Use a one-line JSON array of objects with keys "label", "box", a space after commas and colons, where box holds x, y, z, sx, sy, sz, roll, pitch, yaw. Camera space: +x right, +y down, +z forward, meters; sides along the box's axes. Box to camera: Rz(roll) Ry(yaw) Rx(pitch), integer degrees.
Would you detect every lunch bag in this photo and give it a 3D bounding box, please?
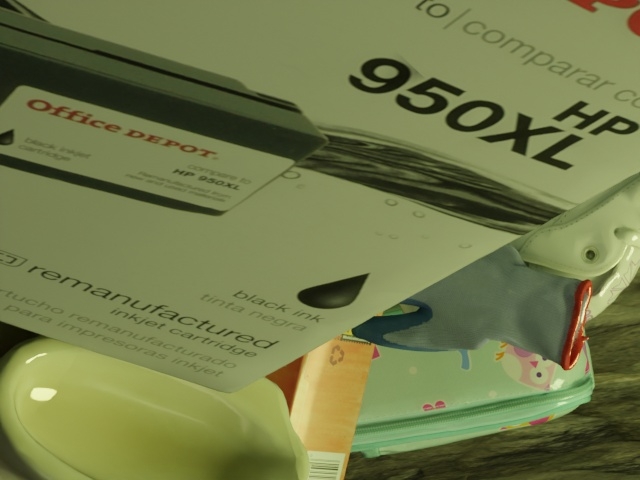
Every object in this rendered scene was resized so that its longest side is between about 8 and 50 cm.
[{"label": "lunch bag", "box": [0.077, 0.082, 1.239, 0.224, 0.108, 0.279, -13, -179, 5]}]

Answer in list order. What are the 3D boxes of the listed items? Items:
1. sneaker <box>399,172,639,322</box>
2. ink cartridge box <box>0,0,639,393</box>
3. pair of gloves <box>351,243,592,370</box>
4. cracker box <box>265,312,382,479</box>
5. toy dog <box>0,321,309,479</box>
[{"label": "sneaker", "box": [0.171, -0.032, 0.931, 0.305, 0.152, 0.114, -15, 160, 12]}, {"label": "ink cartridge box", "box": [-0.043, -0.107, 0.607, 0.285, 0.166, 0.395, 21, 149, -26]}, {"label": "pair of gloves", "box": [0.077, -0.030, 0.872, 0.159, 0.198, 0.023, 17, -162, 12]}, {"label": "cracker box", "box": [-0.076, 0.084, 1.099, 0.232, 0.155, 0.067, 15, -178, 44]}, {"label": "toy dog", "box": [-0.235, 0.059, 0.929, 0.395, 0.284, 0.408, 6, 159, -31]}]
